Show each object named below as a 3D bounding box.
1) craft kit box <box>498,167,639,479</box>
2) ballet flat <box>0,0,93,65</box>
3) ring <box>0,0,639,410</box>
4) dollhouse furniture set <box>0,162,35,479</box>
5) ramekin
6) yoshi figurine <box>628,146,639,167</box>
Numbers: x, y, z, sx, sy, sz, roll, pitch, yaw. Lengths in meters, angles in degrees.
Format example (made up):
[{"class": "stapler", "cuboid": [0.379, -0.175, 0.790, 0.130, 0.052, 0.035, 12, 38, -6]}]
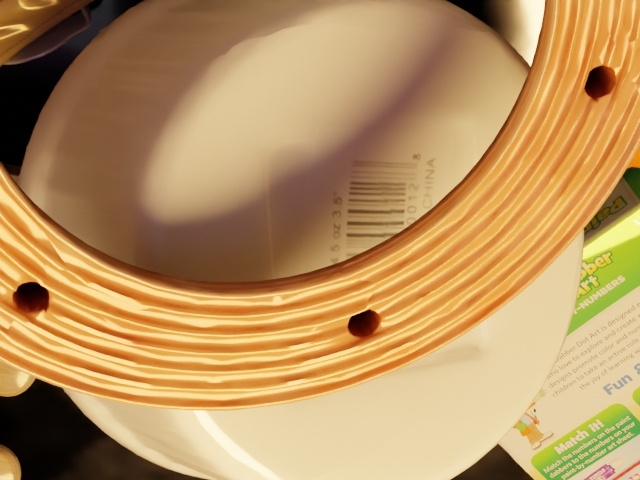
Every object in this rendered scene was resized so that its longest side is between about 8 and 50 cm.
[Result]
[{"class": "craft kit box", "cuboid": [0.228, 0.074, 0.811, 0.250, 0.061, 0.246, -37, 114, 20]}, {"class": "ballet flat", "cuboid": [-0.131, -0.152, 0.697, 0.232, 0.080, 0.073, -25, 144, 18]}, {"class": "ring", "cuboid": [-0.021, -0.082, 0.478, 0.336, 0.032, 0.337, -8, 122, -13]}, {"class": "dollhouse furniture set", "cuboid": [-0.187, 0.079, 0.745, 0.161, 0.212, 0.242, 10, 95, -4]}, {"class": "ramekin", "cuboid": [0.000, 0.000, 0.653, 0.277, 0.135, 0.277, -4, 98, -29]}, {"class": "yoshi figurine", "cuboid": [0.292, -0.084, 0.633, 0.362, 0.204, 0.203, 7, 149, -36]}]
